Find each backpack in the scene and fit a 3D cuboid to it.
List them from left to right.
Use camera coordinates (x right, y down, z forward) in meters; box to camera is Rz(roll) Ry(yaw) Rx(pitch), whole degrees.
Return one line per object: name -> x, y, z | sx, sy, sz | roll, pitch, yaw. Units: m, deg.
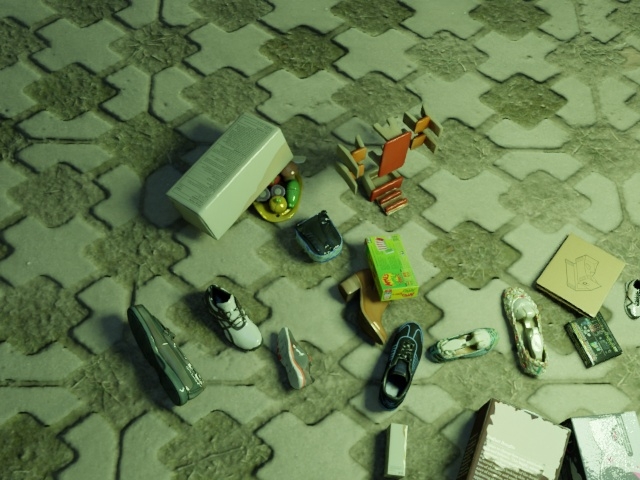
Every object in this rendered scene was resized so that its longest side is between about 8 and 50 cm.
backpack -> 0.000, 0.000, 1.846 | 0.105, 0.084, 0.114 | -29, 65, -16

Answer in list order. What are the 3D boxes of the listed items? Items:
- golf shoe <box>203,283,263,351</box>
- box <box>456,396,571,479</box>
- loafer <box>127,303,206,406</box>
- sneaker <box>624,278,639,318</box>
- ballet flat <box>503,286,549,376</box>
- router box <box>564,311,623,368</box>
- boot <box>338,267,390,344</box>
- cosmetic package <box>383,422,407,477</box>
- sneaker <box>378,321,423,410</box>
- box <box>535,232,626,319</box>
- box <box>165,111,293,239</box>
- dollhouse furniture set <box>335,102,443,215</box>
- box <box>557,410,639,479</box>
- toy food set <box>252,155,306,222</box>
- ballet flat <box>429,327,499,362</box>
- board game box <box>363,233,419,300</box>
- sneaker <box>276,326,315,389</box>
golf shoe -> -0.216, 0.187, 1.740 | 0.198, 0.094, 0.077 | 44, 68, 14
box -> 0.396, 0.566, 1.582 | 0.191, 0.143, 0.382 | 23, 67, 7
loafer -> -0.368, 0.264, 1.706 | 0.084, 0.096, 0.268 | -23, 74, -35
sneaker -> 0.815, 0.149, 1.858 | 0.040, 0.044, 0.109 | 7, 66, -3
ballet flat -> 0.522, 0.216, 1.787 | 0.091, 0.077, 0.241 | -8, 65, -7
router box -> 0.687, 0.249, 1.804 | 0.092, 0.038, 0.123 | -18, 67, -13
boot -> 0.154, 0.151, 1.796 | 0.152, 0.073, 0.197 | -25, 72, -19
cosmetic package -> 0.173, 0.484, 1.646 | 0.041, 0.060, 0.115 | 8, 66, -2
sneaker -> 0.200, 0.294, 1.719 | 0.081, 0.090, 0.232 | 18, 65, 4
box -> 0.680, 0.089, 1.866 | 0.164, 0.021, 0.201 | 33, 61, 20
box -> -0.232, -0.169, 1.853 | 0.148, 0.121, 0.311 | 31, 71, 34
dollhouse furniture set -> 0.183, -0.192, 1.853 | 0.261, 0.259, 0.135 | -27, 67, -15
box -> 0.646, 0.526, 1.614 | 0.163, 0.142, 0.248 | -4, 66, -6
toy food set -> -0.111, -0.159, 1.920 | 0.128, 0.071, 0.218 | 9, 64, 0
ballet flat -> 0.363, 0.255, 1.764 | 0.188, 0.070, 0.070 | -18, 67, -12
board game box -> 0.175, 0.065, 1.794 | 0.092, 0.043, 0.181 | -6, 46, -10
sneaker -> -0.058, 0.284, 1.736 | 0.064, 0.061, 0.158 | -2, 63, -35
